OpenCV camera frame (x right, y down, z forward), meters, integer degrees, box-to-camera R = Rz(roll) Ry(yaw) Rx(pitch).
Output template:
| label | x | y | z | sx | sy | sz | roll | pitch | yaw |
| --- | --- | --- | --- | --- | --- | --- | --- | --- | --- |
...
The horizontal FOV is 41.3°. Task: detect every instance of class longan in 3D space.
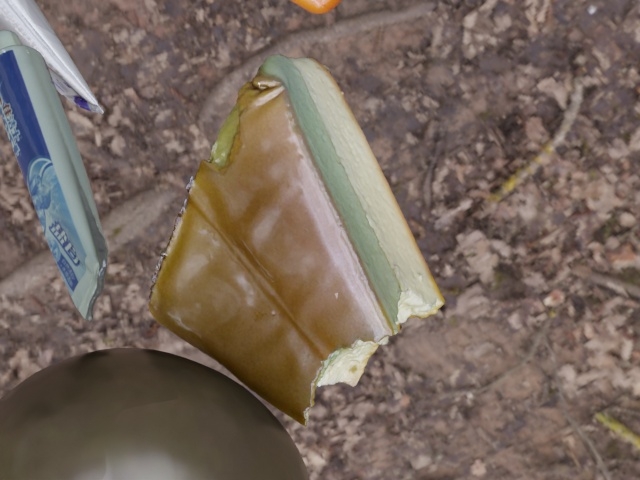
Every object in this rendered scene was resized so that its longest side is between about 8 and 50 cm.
| label | x | y | z | sx | sy | sz | roll | pitch | yaw |
| --- | --- | --- | --- | --- | --- | --- | --- | --- | --- |
| longan | -0.119 | 0.173 | 0.538 | 0.245 | 0.215 | 0.246 | -1 | 126 | -1 |

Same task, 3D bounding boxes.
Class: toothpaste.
| label | x | y | z | sx | sy | sz | roll | pitch | yaw |
| --- | --- | --- | --- | --- | --- | --- | --- | --- | --- |
| toothpaste | -0.217 | -0.067 | 0.677 | 0.069 | 0.268 | 0.047 | -36 | 155 | 20 |
| toothpaste | -0.341 | -0.263 | 0.890 | 0.066 | 0.100 | 0.323 | -46 | 127 | -19 |

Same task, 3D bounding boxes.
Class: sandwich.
| label | x | y | z | sx | sy | sz | roll | pitch | yaw |
| --- | --- | --- | --- | --- | --- | --- | --- | --- | --- |
| sandwich | 0.000 | 0.000 | 0.617 | 0.108 | 0.186 | 0.220 | -15 | 132 | -62 |

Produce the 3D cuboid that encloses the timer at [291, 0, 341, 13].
| label | x | y | z | sx | sy | sz | roll | pitch | yaw |
| --- | --- | --- | --- | --- | --- | --- | --- | --- | --- |
| timer | 0.014 | -0.469 | 1.129 | 0.161 | 0.250 | 0.257 | 29 | 129 | -33 |
